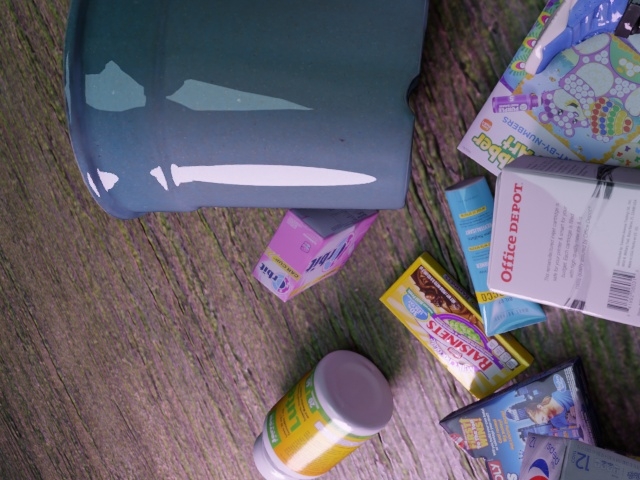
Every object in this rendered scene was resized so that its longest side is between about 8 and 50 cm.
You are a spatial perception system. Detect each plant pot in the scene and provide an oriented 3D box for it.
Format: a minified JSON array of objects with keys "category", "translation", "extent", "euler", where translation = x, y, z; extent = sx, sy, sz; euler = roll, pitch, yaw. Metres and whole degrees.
[{"category":"plant pot","translation":[-0.054,-0.176,0.756],"extent":[0.333,0.341,0.341],"euler":[6,113,8]}]

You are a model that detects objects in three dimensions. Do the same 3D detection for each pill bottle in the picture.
[{"category":"pill bottle","translation":[-0.007,0.293,1.049],"extent":[0.136,0.136,0.246],"euler":[47,127,9]}]

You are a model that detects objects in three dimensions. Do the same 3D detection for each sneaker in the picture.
[{"category":"sneaker","translation":[0.271,-0.210,0.651],"extent":[0.084,0.058,0.152],"euler":[30,137,3]}]

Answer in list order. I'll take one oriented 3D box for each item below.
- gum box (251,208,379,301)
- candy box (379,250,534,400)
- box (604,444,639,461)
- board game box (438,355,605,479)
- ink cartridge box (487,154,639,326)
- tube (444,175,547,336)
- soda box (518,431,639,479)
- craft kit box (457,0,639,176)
[{"category":"gum box","translation":[0.000,0.000,0.902],"extent":[0.062,0.188,0.107],"euler":[39,117,14]},{"category":"candy box","translation":[0.186,0.122,0.924],"extent":[0.206,0.027,0.105],"euler":[46,129,10]},{"category":"box","translation":[0.356,0.324,0.886],"extent":[0.206,0.036,0.114],"euler":[10,113,30]},{"category":"board game box","translation":[0.264,0.267,0.863],"extent":[0.194,0.060,0.194],"euler":[-17,82,29]},{"category":"ink cartridge box","translation":[0.293,-0.003,0.702],"extent":[0.203,0.086,0.148],"euler":[14,115,30]},{"category":"tube","translation":[0.219,0.021,0.851],"extent":[0.080,0.052,0.207],"euler":[-18,101,24]},{"category":"soda box","translation":[0.371,0.303,0.738],"extent":[0.286,0.091,0.098],"euler":[20,165,-7]},{"category":"craft kit box","translation":[0.317,-0.136,0.721],"extent":[0.250,0.061,0.247],"euler":[38,127,16]}]
